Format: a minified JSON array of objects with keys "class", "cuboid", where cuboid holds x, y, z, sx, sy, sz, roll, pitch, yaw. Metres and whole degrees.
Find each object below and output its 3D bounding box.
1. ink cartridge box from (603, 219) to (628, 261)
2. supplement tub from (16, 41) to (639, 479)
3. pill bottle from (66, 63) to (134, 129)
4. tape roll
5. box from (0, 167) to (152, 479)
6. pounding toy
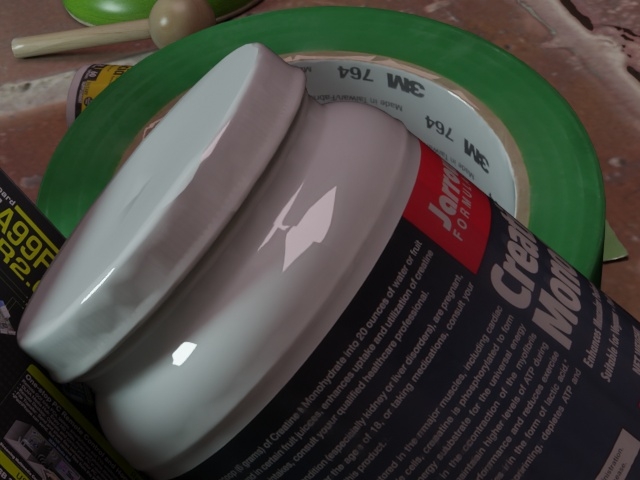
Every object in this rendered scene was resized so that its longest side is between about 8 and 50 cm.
[{"class":"ink cartridge box","cuboid":[0.060,-0.030,1.207,0.235,0.056,0.171,-12,32,-5]},{"class":"supplement tub","cuboid":[0.024,0.061,0.833,0.191,0.272,0.191,-47,15,17]},{"class":"pill bottle","cuboid":[-0.115,-0.090,1.323,0.116,0.065,0.065,4,34,16]},{"class":"tape roll","cuboid":[0.000,0.000,1.070,0.321,0.077,0.321,-2,50,3]},{"class":"box","cuboid":[-0.133,0.114,0.836,0.060,0.270,0.216,-31,17,35]},{"class":"pounding toy","cuboid":[-0.140,-0.245,1.529,0.183,0.110,0.237,3,33,16]}]
